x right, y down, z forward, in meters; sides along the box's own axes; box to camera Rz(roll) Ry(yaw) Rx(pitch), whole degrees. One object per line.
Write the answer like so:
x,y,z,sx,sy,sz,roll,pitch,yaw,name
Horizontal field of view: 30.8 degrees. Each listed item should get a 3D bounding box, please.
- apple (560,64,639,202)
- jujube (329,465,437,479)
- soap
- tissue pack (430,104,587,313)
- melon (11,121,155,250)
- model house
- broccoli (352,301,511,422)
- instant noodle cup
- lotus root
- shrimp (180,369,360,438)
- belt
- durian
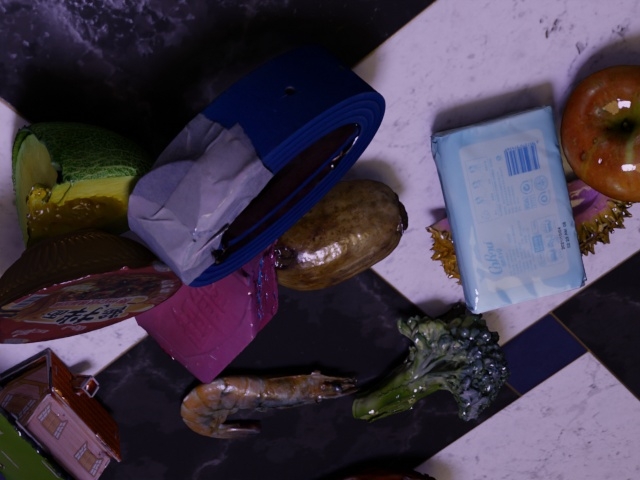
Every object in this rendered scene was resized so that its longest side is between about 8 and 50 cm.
0.437,-0.146,1.626,0.195,0.196,0.196,-9,132,-10,apple
0.102,0.506,2.102,0.290,0.197,0.197,-4,133,5,jujube
-0.144,0.072,1.619,0.162,0.099,0.250,42,135,0,soap
0.265,-0.045,1.652,0.177,0.089,0.263,-14,101,-4,tissue pack
-0.295,-0.085,1.484,0.169,0.129,0.265,-11,162,-27,melon
-0.425,0.282,1.786,0.207,0.154,0.294,3,138,40,model house
0.165,0.212,1.888,0.274,0.177,0.199,-15,139,10,broccoli
-0.322,0.050,1.515,0.274,0.091,0.274,-17,166,-5,instant noodle cup
0.000,0.000,1.656,0.260,0.128,0.145,-21,143,3,lotus root
-0.085,0.275,1.927,0.295,0.058,0.169,-1,140,-15,shrimp
-0.075,-0.096,1.454,0.347,0.117,0.212,-41,160,-14,belt
0.332,0.011,1.782,0.341,0.112,0.191,-15,131,-7,durian
